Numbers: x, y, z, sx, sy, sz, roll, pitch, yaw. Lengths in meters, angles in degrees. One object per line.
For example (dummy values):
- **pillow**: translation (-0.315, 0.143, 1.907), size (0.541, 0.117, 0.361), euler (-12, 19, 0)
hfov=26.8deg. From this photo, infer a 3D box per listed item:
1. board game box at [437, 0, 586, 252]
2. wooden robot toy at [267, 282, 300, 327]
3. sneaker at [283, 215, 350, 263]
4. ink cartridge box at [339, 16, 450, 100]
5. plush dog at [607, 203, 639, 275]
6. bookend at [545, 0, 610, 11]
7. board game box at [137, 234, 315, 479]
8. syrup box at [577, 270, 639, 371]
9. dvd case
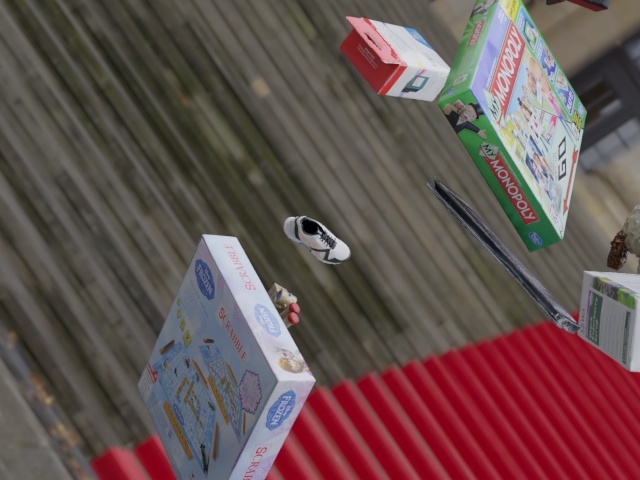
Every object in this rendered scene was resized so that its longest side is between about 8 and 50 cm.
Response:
- **board game box**: translation (0.235, -0.157, 1.597), size (0.213, 0.046, 0.317), euler (56, 30, -21)
- **wooden robot toy**: translation (-0.086, 0.121, 2.278), size (0.079, 0.076, 0.173), euler (32, 33, -21)
- **sneaker**: translation (0.000, 0.000, 1.905), size (0.109, 0.040, 0.044), euler (29, -24, -22)
- **ink cartridge box**: translation (0.131, -0.341, 2.524), size (0.231, 0.078, 0.134), euler (0, 45, -51)
- **plush dog**: translation (0.627, 0.017, 2.386), size (0.210, 0.262, 0.225), euler (47, 13, -53)
- **bookend**: translation (0.445, -0.407, 2.025), size (0.157, 0.156, 0.072), euler (18, 4, -7)
- **board game box**: translation (-0.150, 0.212, 1.991), size (0.066, 0.318, 0.318), euler (4, 38, -33)
- **syrup box**: translation (0.410, 0.103, 1.738), size (0.237, 0.096, 0.093), euler (-129, -137, -81)
- **dvd case**: translation (0.216, 0.020, 1.570), size (0.221, 0.018, 0.164), euler (49, 8, 16)
